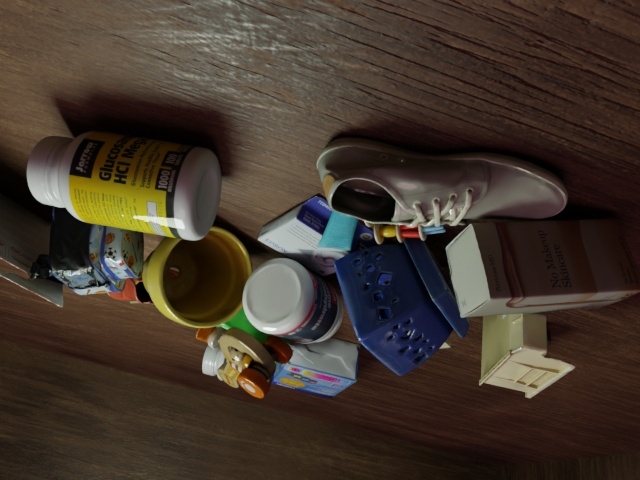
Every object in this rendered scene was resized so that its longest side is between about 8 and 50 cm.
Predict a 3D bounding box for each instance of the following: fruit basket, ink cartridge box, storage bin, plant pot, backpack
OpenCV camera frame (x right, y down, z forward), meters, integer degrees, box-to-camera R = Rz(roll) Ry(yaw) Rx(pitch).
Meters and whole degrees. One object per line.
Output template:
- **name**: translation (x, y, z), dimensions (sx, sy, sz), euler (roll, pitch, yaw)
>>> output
- **fruit basket**: translation (-0.190, 0.302, 1.521), dimensions (0.327, 0.165, 0.353), euler (28, 160, 18)
- **ink cartridge box**: translation (-0.032, 0.500, 1.857), dimensions (0.270, 0.151, 0.395), euler (17, 150, -7)
- **storage bin**: translation (0.452, 0.175, 1.046), dimensions (0.123, 0.262, 0.260), euler (11, 149, 7)
- **ink cartridge box**: translation (0.000, 0.000, 1.129), dimensions (0.223, 0.045, 0.224), euler (31, 144, -28)
- **plant pot**: translation (0.194, 0.135, 1.078), dimensions (0.212, 0.236, 0.236), euler (-30, 135, 13)
- **ink cartridge box**: translation (-0.795, 0.006, 1.154), dimensions (0.091, 0.385, 0.308), euler (-42, 132, 1)
- **plant pot**: translation (-0.345, 0.088, 1.231), dimensions (0.254, 0.254, 0.239), euler (37, 158, -34)
- **backpack**: translation (-0.550, 0.008, 1.164), dimensions (0.213, 0.276, 0.263), euler (4, 154, -12)

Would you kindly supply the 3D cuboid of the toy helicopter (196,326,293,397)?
- **toy helicopter**: translation (-0.239, 0.330, 1.298), dimensions (0.235, 0.140, 0.355), euler (37, 145, 1)

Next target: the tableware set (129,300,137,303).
- **tableware set**: translation (-0.584, 0.157, 1.597), dimensions (0.194, 0.039, 0.128), euler (-2, 131, 13)

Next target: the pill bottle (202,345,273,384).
- **pill bottle**: translation (-0.338, 0.520, 1.980), dimensions (0.283, 0.161, 0.161), euler (10, 149, 5)

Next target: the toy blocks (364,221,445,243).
- **toy blocks**: translation (0.178, -0.042, 0.989), dimensions (0.148, 0.054, 0.123), euler (-5, 145, 27)

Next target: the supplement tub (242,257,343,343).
- **supplement tub**: translation (-0.063, 0.169, 1.247), dimensions (0.191, 0.191, 0.272), euler (-3, 161, 23)

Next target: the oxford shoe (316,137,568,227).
- **oxford shoe**: translation (0.209, -0.079, 0.850), dimensions (0.449, 0.130, 0.169), euler (9, 146, 3)

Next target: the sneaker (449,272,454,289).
- **sneaker**: translation (0.360, 0.127, 1.198), dimensions (0.086, 0.064, 0.192), euler (11, 149, 17)

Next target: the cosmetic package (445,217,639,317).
- **cosmetic package**: translation (0.409, 0.051, 0.881), dimensions (0.296, 0.153, 0.129), euler (-4, 157, -9)

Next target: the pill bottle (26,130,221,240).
- **pill bottle**: translation (-0.385, -0.115, 0.942), dimensions (0.334, 0.188, 0.188), euler (9, 149, 5)

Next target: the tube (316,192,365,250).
- **tube**: translation (0.049, -0.040, 1.014), dimensions (0.080, 0.052, 0.207), euler (10, 142, -6)

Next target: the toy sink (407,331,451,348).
- **toy sink**: translation (0.223, 0.204, 1.280), dimensions (0.234, 0.153, 0.131), euler (-14, 140, 38)

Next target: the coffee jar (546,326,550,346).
- **coffee jar**: translation (0.584, 0.299, 1.372), dimensions (0.096, 0.079, 0.184), euler (13, 148, -1)

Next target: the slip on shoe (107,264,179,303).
- **slip on shoe**: translation (-0.561, 0.146, 1.477), dimensions (0.331, 0.101, 0.123), euler (-5, 116, 26)
